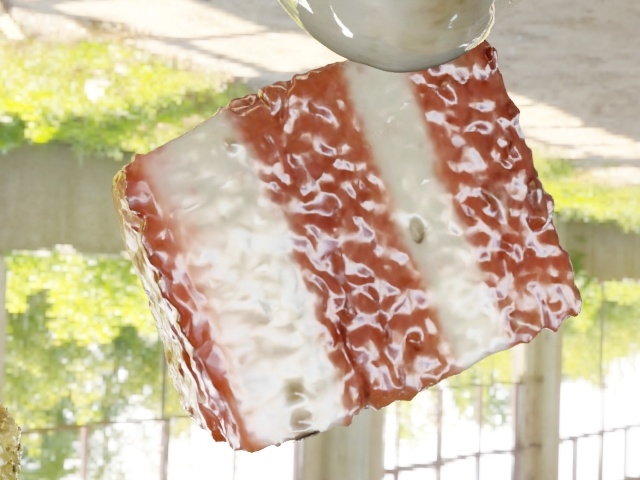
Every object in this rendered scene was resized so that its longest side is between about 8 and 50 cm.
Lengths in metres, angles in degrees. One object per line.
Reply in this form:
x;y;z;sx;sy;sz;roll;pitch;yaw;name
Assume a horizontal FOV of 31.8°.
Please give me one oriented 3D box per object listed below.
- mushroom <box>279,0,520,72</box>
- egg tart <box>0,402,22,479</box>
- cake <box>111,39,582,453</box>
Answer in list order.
0.111;-0.216;0.618;0.290;0.297;0.297;27;-176;15;mushroom
-0.341;0.142;0.921;0.279;0.095;0.279;37;178;2;egg tart
0.000;0.000;0.959;0.320;0.269;0.270;-22;-177;-16;cake
